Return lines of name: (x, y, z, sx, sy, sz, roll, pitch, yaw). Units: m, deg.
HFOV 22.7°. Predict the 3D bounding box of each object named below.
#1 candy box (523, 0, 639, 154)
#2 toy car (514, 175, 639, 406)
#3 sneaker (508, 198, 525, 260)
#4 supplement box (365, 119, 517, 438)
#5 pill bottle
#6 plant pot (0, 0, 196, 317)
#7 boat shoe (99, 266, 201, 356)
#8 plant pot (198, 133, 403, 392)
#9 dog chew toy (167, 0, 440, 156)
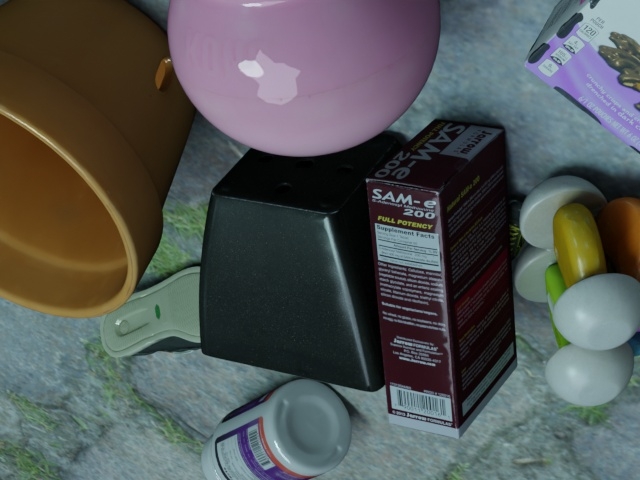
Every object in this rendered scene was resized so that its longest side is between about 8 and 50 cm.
candy box: (0.267, -0.144, 1.128, 0.165, 0.070, 0.196, 36, 146, -7)
toy car: (0.243, 0.037, 1.333, 0.136, 0.159, 0.182, -10, 140, -6)
sneaker: (0.170, -0.002, 1.409, 0.031, 0.035, 0.083, 23, 145, 10)
supplement box: (0.107, 0.033, 1.361, 0.073, 0.130, 0.239, 10, 121, 28)
pill bottle: (-0.057, 0.231, 1.809, 0.108, 0.108, 0.193, 40, 145, -13)
plant pot: (-0.246, -0.100, 1.456, 0.291, 0.203, 0.291, 20, 145, 15)
boat shoe: (-0.134, 0.079, 1.727, 0.233, 0.084, 0.079, -15, 163, 39)
plant pot: (0.000, 0.000, 1.427, 0.188, 0.187, 0.167, 11, 130, 27)
dog chew toy: (-0.028, -0.226, 1.149, 0.207, 0.206, 0.331, 10, 133, 28)
